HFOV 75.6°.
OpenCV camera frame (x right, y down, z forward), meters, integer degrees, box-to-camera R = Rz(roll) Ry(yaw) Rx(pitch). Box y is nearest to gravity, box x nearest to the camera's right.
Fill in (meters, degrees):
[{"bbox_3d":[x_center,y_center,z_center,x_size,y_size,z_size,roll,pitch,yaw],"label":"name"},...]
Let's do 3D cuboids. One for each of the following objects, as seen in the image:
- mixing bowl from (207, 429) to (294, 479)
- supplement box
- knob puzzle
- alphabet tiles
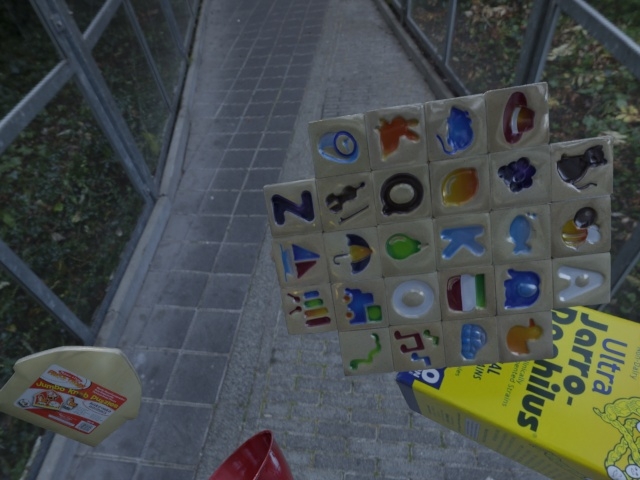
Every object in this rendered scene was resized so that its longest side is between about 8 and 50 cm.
[{"bbox_3d":[-0.090,0.336,0.493,0.098,0.181,0.181,46,61,-1],"label":"mixing bowl"},{"bbox_3d":[0.317,0.209,0.585,0.356,0.195,0.194,17,65,28],"label":"supplement box"},{"bbox_3d":[-0.359,0.220,0.625,0.213,0.213,0.030,-12,30,-3],"label":"knob puzzle"},{"bbox_3d":[0.119,0.004,0.430,0.342,0.285,0.011,-7,13,7],"label":"alphabet tiles"}]
